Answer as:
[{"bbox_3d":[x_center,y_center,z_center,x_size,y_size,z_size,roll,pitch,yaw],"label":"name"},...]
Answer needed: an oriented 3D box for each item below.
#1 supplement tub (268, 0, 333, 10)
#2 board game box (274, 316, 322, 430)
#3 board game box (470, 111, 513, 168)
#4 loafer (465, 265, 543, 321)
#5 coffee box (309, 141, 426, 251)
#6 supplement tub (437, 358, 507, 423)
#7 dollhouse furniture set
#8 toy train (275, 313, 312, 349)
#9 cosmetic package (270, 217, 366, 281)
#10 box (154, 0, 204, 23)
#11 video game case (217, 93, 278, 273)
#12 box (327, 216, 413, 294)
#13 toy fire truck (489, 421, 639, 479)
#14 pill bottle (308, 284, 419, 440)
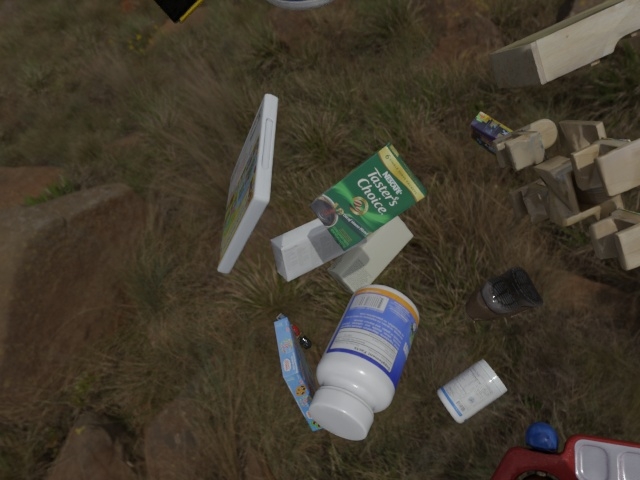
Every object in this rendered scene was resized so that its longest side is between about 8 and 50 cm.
[{"bbox_3d":[-0.050,-0.694,0.983,0.228,0.316,0.229,-2,58,4],"label":"supplement tub"},{"bbox_3d":[-0.046,0.303,1.049,0.039,0.212,0.160,-19,36,-1],"label":"board game box"},{"bbox_3d":[0.506,-0.275,1.304,0.170,0.141,0.048,40,96,20],"label":"board game box"},{"bbox_3d":[0.531,0.162,1.362,0.130,0.365,0.134,-38,62,37],"label":"loafer"},{"bbox_3d":[0.081,-0.075,0.822,0.184,0.113,0.040,-34,7,26],"label":"coffee box"},{"bbox_3d":[0.274,0.274,0.843,0.107,0.071,0.071,-36,51,3],"label":"supplement tub"},{"bbox_3d":[0.516,-0.212,0.858,0.256,0.395,0.362,-24,17,2],"label":"dollhouse furniture set"},{"bbox_3d":[-0.089,0.303,1.551,0.158,0.036,0.027,42,46,5],"label":"toy train"},{"bbox_3d":[0.000,0.000,1.137,0.238,0.099,0.060,-25,39,-23],"label":"cosmetic package"},{"bbox_3d":[-0.115,-0.358,0.351,0.257,0.322,0.079,-41,80,4],"label":"box"},{"bbox_3d":[-0.120,-0.086,0.754,0.227,0.026,0.207,129,148,-51],"label":"video game case"},{"bbox_3d":[0.159,0.039,1.482,0.275,0.113,0.094,-45,20,-13],"label":"box"},{"bbox_3d":[0.398,0.418,0.697,0.301,0.169,0.254,-1,73,31],"label":"toy fire truck"},{"bbox_3d":[0.084,0.230,0.893,0.152,0.152,0.272,5,44,28],"label":"pill bottle"}]
